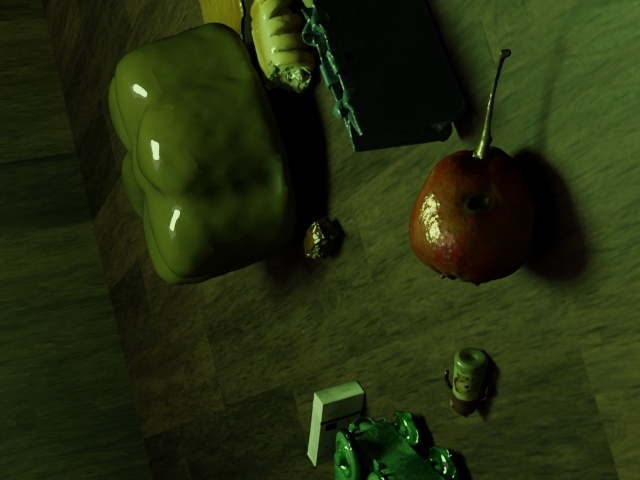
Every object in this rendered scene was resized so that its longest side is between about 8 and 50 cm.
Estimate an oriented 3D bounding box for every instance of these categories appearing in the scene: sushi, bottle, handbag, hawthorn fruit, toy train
[{"bbox_3d":[0.000,0.000,1.875,0.120,0.052,0.055,124,130,-59],"label":"sushi"},{"bbox_3d":[0.204,0.200,1.504,0.063,0.047,0.101,39,137,42],"label":"bottle"},{"bbox_3d":[0.077,-0.234,1.436,0.062,0.179,0.229,123,133,-59],"label":"handbag"},{"bbox_3d":[0.186,-0.088,1.299,0.165,0.165,0.285,-150,58,-60],"label":"hawthorn fruit"},{"bbox_3d":[0.114,0.386,1.672,0.266,0.145,0.202,-137,39,-55],"label":"toy train"}]

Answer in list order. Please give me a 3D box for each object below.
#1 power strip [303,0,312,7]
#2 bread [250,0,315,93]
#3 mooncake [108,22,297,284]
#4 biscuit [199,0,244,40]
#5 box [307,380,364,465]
[{"bbox_3d":[0.027,-0.358,1.602,0.066,0.092,0.387,102,148,-48],"label":"power strip"},{"bbox_3d":[-0.064,-0.334,1.828,0.119,0.084,0.177,140,114,-73],"label":"bread"},{"bbox_3d":[-0.223,-0.153,1.989,0.467,0.262,0.467,165,90,-76],"label":"mooncake"},{"bbox_3d":[-0.203,-0.485,2.177,0.232,0.013,0.237,-20,82,66],"label":"biscuit"},{"bbox_3d":[0.026,0.323,1.920,0.040,0.084,0.154,-125,33,-46],"label":"box"}]
